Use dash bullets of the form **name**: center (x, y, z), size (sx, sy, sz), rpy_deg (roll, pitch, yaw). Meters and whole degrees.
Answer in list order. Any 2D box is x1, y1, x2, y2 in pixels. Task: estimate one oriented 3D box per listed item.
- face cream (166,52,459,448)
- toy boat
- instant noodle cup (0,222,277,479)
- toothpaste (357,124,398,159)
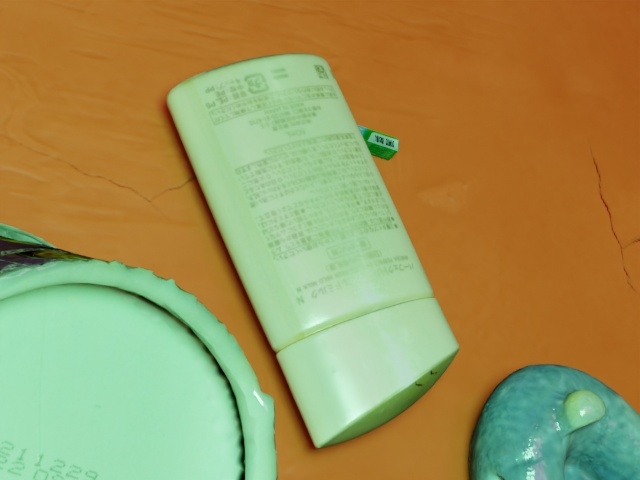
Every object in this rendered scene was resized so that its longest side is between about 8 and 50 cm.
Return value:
- **face cream**: center (0.000, 0.000, 1.139), size (0.173, 0.081, 0.349), rpy_deg (-16, 74, -31)
- **toy boat**: center (0.258, 0.258, 1.122), size (0.215, 0.123, 0.330), rpy_deg (-14, 74, -31)
- **instant noodle cup**: center (-0.201, 0.138, 0.784), size (0.339, 0.266, 0.340), rpy_deg (2, 86, -31)
- **toothpaste**: center (0.036, -0.101, 1.249), size (0.083, 0.020, 0.017), rpy_deg (16, 57, -20)
